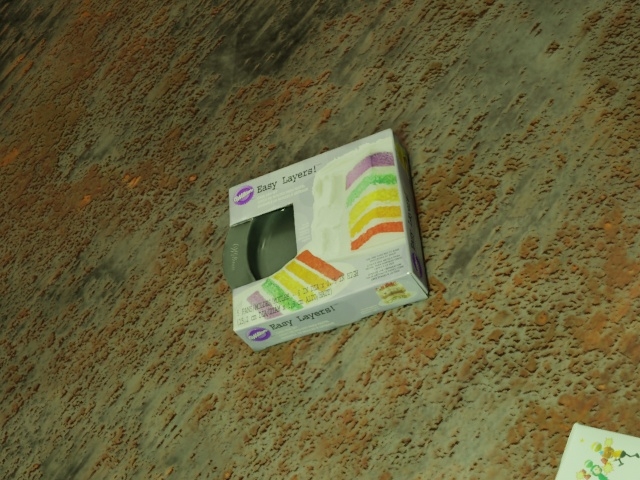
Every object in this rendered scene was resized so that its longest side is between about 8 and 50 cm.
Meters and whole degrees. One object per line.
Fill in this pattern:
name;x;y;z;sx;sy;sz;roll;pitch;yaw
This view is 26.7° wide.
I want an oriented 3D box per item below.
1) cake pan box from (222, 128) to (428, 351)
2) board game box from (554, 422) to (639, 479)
cake pan box;0.000;0.000;1.784;0.267;0.070;0.245;-18;50;19
board game box;0.383;0.277;1.202;0.303;0.224;0.097;7;63;35
